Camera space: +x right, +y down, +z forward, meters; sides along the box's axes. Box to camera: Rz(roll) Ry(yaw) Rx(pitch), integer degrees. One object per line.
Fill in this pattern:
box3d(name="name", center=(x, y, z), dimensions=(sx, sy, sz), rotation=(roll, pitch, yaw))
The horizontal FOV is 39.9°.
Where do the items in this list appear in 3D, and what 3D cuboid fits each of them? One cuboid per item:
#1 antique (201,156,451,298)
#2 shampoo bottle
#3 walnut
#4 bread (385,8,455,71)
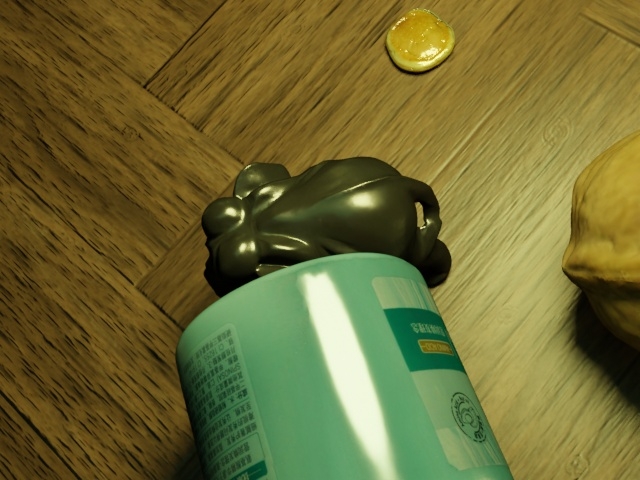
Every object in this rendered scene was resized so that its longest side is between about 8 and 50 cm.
box3d(name="antique", center=(0.000, 0.000, 1.161), dimensions=(0.322, 0.255, 0.185), rotation=(-22, 68, 7))
box3d(name="shampoo bottle", center=(0.025, 0.235, 1.018), dimensions=(0.331, 0.331, 0.342), rotation=(-23, 64, 4))
box3d(name="walnut", center=(0.454, -0.005, 1.036), dimensions=(0.344, 0.306, 0.306), rotation=(-11, 67, 2))
box3d(name="bread", center=(0.154, -0.310, 1.369), dimensions=(0.110, 0.024, 0.110), rotation=(-5, 68, 13))
